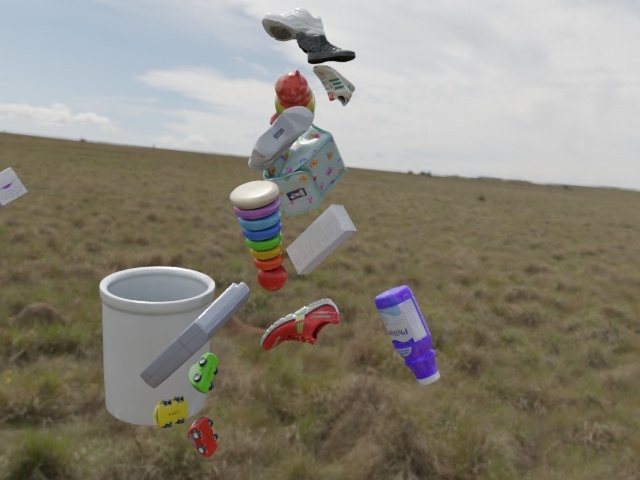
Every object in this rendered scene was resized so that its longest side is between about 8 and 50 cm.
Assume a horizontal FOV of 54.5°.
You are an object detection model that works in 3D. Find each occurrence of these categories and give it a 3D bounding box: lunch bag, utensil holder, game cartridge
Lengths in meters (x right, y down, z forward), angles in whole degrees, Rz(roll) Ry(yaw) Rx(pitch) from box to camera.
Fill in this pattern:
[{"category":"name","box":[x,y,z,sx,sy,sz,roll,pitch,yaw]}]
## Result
[{"category":"lunch bag","box":[-0.058,-0.223,2.036,0.160,0.262,0.223,34,-15,30]},{"category":"utensil holder","box":[-0.487,0.309,1.866,0.327,0.386,0.327,4,14,-1]},{"category":"game cartridge","box":[-0.285,0.217,1.372,0.294,0.060,0.196,-42,0,41]}]

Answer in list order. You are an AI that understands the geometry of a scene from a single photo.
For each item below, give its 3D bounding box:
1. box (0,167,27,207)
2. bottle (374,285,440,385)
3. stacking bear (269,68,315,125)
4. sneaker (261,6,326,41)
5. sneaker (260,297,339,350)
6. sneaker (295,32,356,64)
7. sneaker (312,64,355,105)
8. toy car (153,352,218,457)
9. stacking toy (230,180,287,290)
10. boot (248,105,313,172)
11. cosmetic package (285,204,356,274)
[{"category":"box","box":[-0.754,-0.085,1.408,0.324,0.063,0.067,-14,22,48]},{"category":"bottle","box":[0.256,0.273,1.782,0.092,0.283,0.118,-24,2,-34]},{"category":"stacking bear","box":[-0.098,-0.514,2.253,0.164,0.175,0.289,16,-9,2]},{"category":"sneaker","box":[-0.092,-0.726,2.073,0.232,0.115,0.090,5,-18,-31]},{"category":"sneaker","box":[-0.065,0.293,2.019,0.279,0.118,0.107,-30,-18,3]},{"category":"sneaker","box":[0.015,-0.560,1.797,0.170,0.089,0.051,-4,-7,5]},{"category":"sneaker","box":[0.036,-0.470,1.896,0.161,0.075,0.057,28,-14,-37]},{"category":"toy car","box":[-0.308,0.382,1.513,0.053,0.225,0.239,-6,-39,28]},{"category":"stacking toy","box":[-0.158,-0.001,1.807,0.141,0.330,0.141,-9,28,5]},{"category":"boot","box":[-0.130,-0.312,1.926,0.258,0.095,0.123,-43,-2,-33]},{"category":"cosmetic package","box":[0.000,0.000,1.923,0.060,0.099,0.239,2,-36,-47]}]
